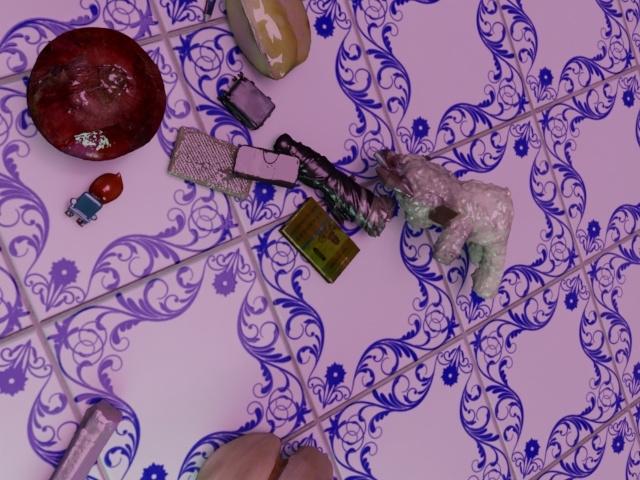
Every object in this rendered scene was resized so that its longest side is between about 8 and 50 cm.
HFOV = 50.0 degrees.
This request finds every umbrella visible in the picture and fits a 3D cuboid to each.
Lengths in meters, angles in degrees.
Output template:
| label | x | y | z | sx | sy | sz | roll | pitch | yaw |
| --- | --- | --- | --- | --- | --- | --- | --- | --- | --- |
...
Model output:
| label | x | y | z | sx | sy | sz | roll | pitch | yaw |
| --- | --- | --- | --- | --- | --- | --- | --- | --- | --- |
| umbrella | 0.029 | -0.142 | 1.726 | 0.357 | 0.106 | 0.113 | 36 | 64 | -13 |

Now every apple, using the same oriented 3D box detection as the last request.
| label | x | y | z | sx | sy | sz | roll | pitch | yaw |
| --- | --- | --- | --- | --- | --- | --- | --- | --- | --- |
| apple | -0.121 | -0.521 | 1.642 | 0.193 | 0.120 | 0.265 | -33 | 106 | -36 |

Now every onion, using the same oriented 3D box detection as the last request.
| label | x | y | z | sx | sy | sz | roll | pitch | yaw |
| --- | --- | --- | --- | --- | --- | --- | --- | --- | --- |
| onion | -0.452 | -0.294 | 1.396 | 0.276 | 0.276 | 0.276 | 1 | 88 | -26 |

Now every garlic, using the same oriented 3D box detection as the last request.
| label | x | y | z | sx | sy | sz | roll | pitch | yaw |
| --- | --- | --- | --- | --- | --- | --- | --- | --- | --- |
| garlic | -0.127 | 0.587 | 1.572 | 0.313 | 0.286 | 0.249 | -52 | 154 | -12 |

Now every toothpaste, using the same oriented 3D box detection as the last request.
| label | x | y | z | sx | sy | sz | roll | pitch | yaw |
| --- | --- | --- | --- | --- | --- | --- | --- | --- | --- |
| toothpaste | -0.262 | -0.557 | 1.625 | 0.027 | 0.019 | 0.083 | 12 | 82 | -1 |

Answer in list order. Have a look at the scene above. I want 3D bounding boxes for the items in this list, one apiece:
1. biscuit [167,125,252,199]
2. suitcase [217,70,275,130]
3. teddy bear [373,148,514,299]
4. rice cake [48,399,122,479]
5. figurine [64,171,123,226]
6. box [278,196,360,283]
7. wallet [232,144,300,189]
| label | x | y | z | sx | sy | sz | roll | pitch | yaw |
| --- | --- | --- | --- | --- | --- | --- | --- | --- | --- |
| biscuit | -0.249 | -0.180 | 1.608 | 0.199 | 0.040 | 0.121 | 18 | 82 | -25 |
| suitcase | -0.174 | -0.328 | 1.638 | 0.126 | 0.059 | 0.086 | 41 | 74 | -19 |
| teddy bear | 0.301 | -0.051 | 1.783 | 0.362 | 0.376 | 0.327 | 4 | 44 | 1 |
| rice cake | -0.535 | 0.509 | 1.438 | 0.072 | 0.056 | 0.365 | 33 | 74 | -19 |
| figurine | -0.481 | -0.094 | 1.473 | 0.068 | 0.075 | 0.140 | 45 | 73 | -17 |
| box | 0.000 | 0.000 | 1.729 | 0.193 | 0.030 | 0.121 | 47 | 70 | -18 |
| wallet | -0.126 | -0.175 | 1.625 | 0.156 | 0.018 | 0.082 | 13 | 93 | -19 |
